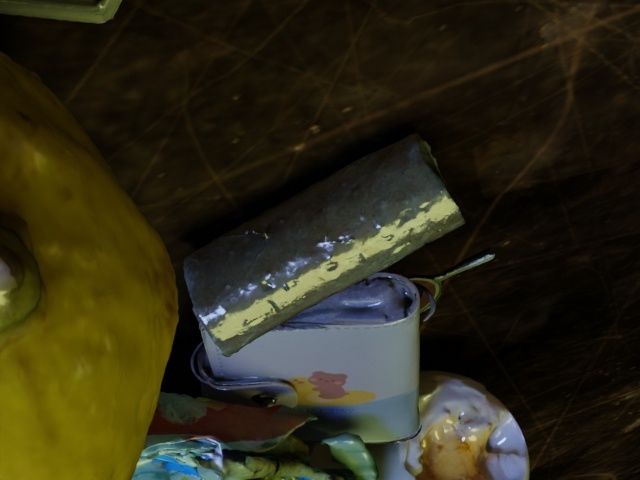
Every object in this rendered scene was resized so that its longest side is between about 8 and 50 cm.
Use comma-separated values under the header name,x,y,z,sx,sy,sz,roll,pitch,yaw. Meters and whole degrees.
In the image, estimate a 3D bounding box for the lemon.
name,x,y,z,sx,sy,sz,roll,pitch,yaw
lemon,-0.191,0.042,0.481,0.260,0.260,0.284,-13,-177,-19

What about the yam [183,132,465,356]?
name,x,y,z,sx,sy,sz,roll,pitch,yaw
yam,0.000,0.000,0.773,0.169,0.068,0.068,-30,154,9

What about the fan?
name,x,y,z,sx,sy,sz,roll,pitch,yaw
fan,0.073,0.039,0.980,0.133,0.005,0.085,-29,154,17

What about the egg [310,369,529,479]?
name,x,y,z,sx,sy,sz,roll,pitch,yaw
egg,0.075,0.213,1.132,0.183,0.183,0.217,-7,162,-29

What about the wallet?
name,x,y,z,sx,sy,sz,roll,pitch,yaw
wallet,-0.006,0.087,0.940,0.170,0.069,0.231,-3,151,1

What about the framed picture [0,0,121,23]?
name,x,y,z,sx,sy,sz,roll,pitch,yaw
framed picture,-0.128,-0.137,0.415,0.203,0.015,0.150,-3,141,-40

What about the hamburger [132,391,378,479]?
name,x,y,z,sx,sy,sz,roll,pitch,yaw
hamburger,-0.096,0.211,0.940,0.276,0.150,0.260,19,149,-26
